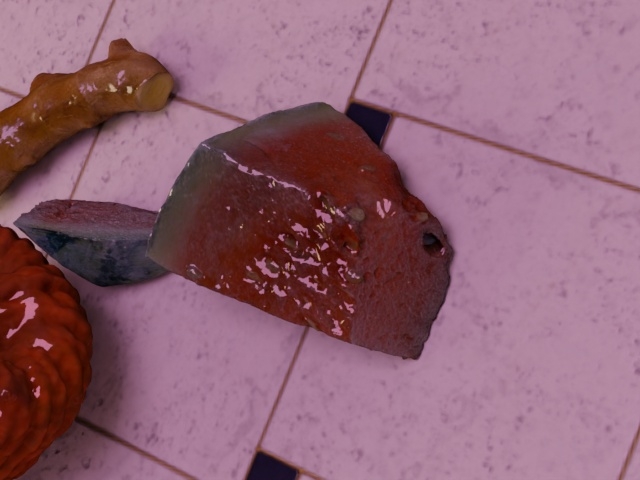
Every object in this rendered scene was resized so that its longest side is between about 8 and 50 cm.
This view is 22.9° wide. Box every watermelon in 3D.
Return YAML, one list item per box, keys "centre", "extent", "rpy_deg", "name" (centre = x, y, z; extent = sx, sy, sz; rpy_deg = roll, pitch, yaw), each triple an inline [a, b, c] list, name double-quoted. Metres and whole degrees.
- centre: [0.000, 0.000, 1.396]
  extent: [0.257, 0.140, 0.193]
  rpy_deg: [37, 105, 26]
  name: "watermelon"
- centre: [-0.201, -0.003, 1.536]
  extent: [0.180, 0.081, 0.094]
  rpy_deg: [15, 49, 18]
  name: "watermelon"

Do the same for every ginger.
- centre: [-0.276, -0.120, 1.620]
  extent: [0.299, 0.065, 0.118]
  rpy_deg: [-20, 70, 23]
  name: "ginger"

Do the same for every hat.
- centre: [-0.384, 0.179, 1.539]
  extent: [0.285, 0.285, 0.400]
  rpy_deg: [53, 135, 31]
  name: "hat"
